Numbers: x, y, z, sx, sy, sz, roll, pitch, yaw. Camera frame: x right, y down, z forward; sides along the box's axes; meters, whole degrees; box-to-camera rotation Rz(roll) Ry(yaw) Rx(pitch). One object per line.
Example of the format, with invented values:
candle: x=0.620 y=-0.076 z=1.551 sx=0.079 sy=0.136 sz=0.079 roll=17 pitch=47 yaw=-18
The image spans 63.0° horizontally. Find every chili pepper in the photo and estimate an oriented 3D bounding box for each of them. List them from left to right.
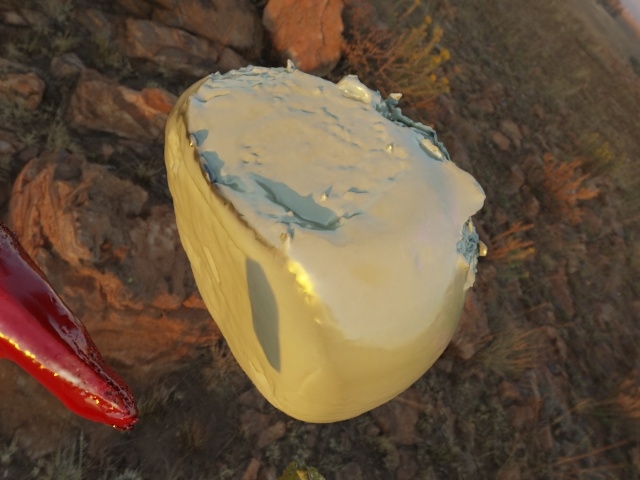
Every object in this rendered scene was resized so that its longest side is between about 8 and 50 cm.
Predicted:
chili pepper: x=-0.336 y=0.065 z=0.560 sx=0.387 sy=0.110 sz=0.110 roll=50 pitch=36 yaw=-7

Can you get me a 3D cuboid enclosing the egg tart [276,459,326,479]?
egg tart: x=-0.052 y=0.405 z=0.673 sx=0.106 sy=0.241 sz=0.241 roll=12 pitch=46 yaw=-13

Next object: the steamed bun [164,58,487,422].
steamed bun: x=0.000 y=0.000 z=0.529 sx=0.233 sy=0.312 sz=0.333 roll=-22 pitch=64 yaw=-22
